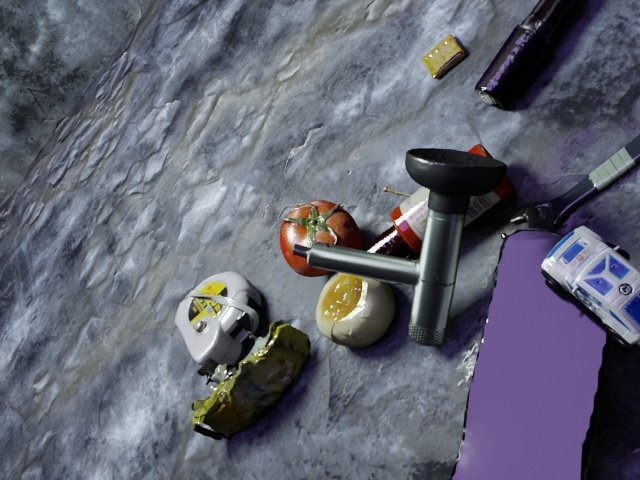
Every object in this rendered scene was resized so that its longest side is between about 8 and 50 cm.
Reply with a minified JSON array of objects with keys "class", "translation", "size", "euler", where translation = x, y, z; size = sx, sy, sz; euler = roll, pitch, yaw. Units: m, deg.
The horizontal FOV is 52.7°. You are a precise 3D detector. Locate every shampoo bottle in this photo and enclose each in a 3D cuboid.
[{"class":"shampoo bottle","translation":[0.201,-0.045,1.147],"size":[0.278,0.104,0.104],"euler":[-39,45,19]}]

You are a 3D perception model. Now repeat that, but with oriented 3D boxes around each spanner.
[{"class":"spanner","translation":[0.434,-0.098,1.024],"size":[0.316,0.024,0.087],"euler":[-41,39,18]}]

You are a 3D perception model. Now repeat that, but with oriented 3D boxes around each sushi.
[{"class":"sushi","translation":[-0.149,0.268,1.269],"size":[0.291,0.139,0.131],"euler":[-44,36,17]}]

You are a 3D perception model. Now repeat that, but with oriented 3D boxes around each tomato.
[{"class":"tomato","translation":[0.000,0.000,1.271],"size":[0.167,0.167,0.167],"euler":[-22,52,33]}]

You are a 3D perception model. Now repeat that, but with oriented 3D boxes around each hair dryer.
[{"class":"hair dryer","translation":[0.110,-0.007,1.034],"size":[0.156,0.284,0.320],"euler":[-85,11,-73]}]

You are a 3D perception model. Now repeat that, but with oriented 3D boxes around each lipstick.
[{"class":"lipstick","translation":[0.395,-0.377,1.182],"size":[0.300,0.081,0.081],"euler":[-55,42,4]}]

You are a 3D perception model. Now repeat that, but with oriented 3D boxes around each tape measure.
[{"class":"tape measure","translation":[-0.221,0.163,1.409],"size":[0.197,0.120,0.236],"euler":[-45,38,-3]}]

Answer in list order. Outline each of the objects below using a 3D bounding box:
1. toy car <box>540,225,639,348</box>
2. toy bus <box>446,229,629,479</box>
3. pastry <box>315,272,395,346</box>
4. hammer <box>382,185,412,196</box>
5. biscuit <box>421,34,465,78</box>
[{"class":"toy car","translation":[0.344,0.056,0.761],"size":[0.080,0.070,0.171],"euler":[-44,57,3]},{"class":"toy bus","translation":[0.296,0.194,0.864],"size":[0.171,0.162,0.386],"euler":[10,74,28]},{"class":"pastry","translation":[0.064,0.121,1.188],"size":[0.156,0.092,0.156],"euler":[-20,53,30]},{"class":"hammer","translation":[0.165,-0.092,1.279],"size":[0.123,0.014,0.029],"euler":[21,73,50]},{"class":"biscuit","translation":[0.258,-0.387,1.363],"size":[0.083,0.018,0.081],"euler":[-38,45,19]}]
